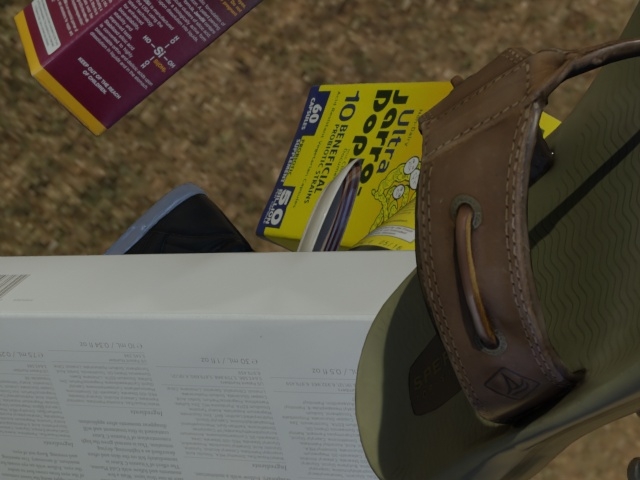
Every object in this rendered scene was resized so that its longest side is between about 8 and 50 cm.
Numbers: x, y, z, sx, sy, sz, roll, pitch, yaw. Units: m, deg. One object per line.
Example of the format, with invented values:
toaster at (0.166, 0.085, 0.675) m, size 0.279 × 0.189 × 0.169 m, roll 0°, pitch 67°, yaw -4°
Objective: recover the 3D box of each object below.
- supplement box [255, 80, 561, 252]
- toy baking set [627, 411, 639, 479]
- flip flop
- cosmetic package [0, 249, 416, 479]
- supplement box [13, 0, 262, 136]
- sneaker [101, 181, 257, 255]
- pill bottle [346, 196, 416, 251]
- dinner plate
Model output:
supplement box at (0.117, -0.047, 1.749) m, size 0.195 × 0.356 × 0.194 m, roll 25°, pitch 81°, yaw -30°
toy baking set at (0.262, 0.208, 1.153) m, size 0.197 × 0.030 × 0.256 m, roll 38°, pitch 66°, yaw -24°
flip flop at (0.055, -0.002, 0.460) m, size 0.080 × 0.112 × 0.277 m, roll 10°, pitch 149°, yaw -18°
cosmetic package at (-0.061, 0.151, 1.061) m, size 0.097 × 0.377 × 0.284 m, roll -45°, pitch 128°, yaw -53°
supplement box at (-0.135, -0.184, 1.231) m, size 0.188 × 0.104 × 0.081 m, roll -38°, pitch 127°, yaw 8°
sneaker at (-0.165, 0.090, 1.516) m, size 0.295 × 0.147 × 0.104 m, roll -48°, pitch 156°, yaw -13°
pill bottle at (0.102, 0.017, 1.171) m, size 0.208 × 0.119 × 0.119 m, roll -38°, pitch 139°, yaw -36°
dinner plate at (0.000, 0.000, 1.245) m, size 0.141 × 0.017 × 0.141 m, roll 20°, pitch 90°, yaw -81°
